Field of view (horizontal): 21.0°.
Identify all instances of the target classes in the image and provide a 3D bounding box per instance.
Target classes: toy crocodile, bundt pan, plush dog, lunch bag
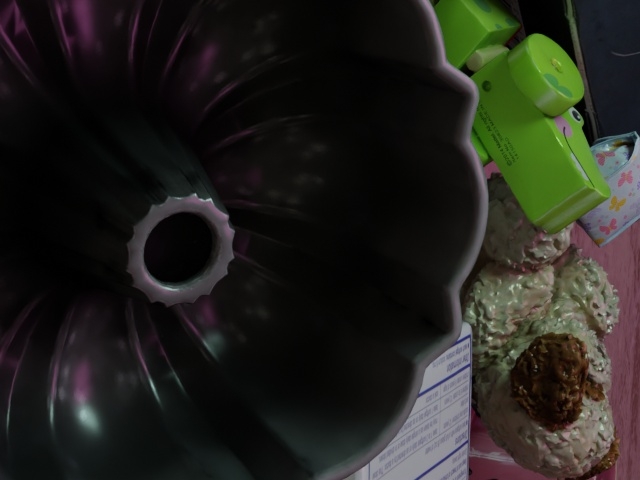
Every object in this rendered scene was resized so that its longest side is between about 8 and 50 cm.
[{"bbox_3d":[0.123,-0.161,1.396,0.105,0.115,0.340,-16,69,-54],"label":"toy crocodile"},{"bbox_3d":[-0.090,-0.012,0.827,0.331,0.124,0.331,-10,111,-26],"label":"bundt pan"},{"bbox_3d":[0.171,0.102,1.483,0.225,0.211,0.262,62,7,33],"label":"plush dog"},{"bbox_3d":[0.249,-0.048,1.479,0.071,0.083,0.053,49,6,-45],"label":"lunch bag"}]

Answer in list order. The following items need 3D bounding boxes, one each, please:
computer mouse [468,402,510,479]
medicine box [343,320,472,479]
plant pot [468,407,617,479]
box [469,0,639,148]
[{"bbox_3d":[0.179,0.150,1.639,0.262,0.060,0.184,-4,74,-45],"label":"computer mouse"},{"bbox_3d":[0.003,0.211,1.254,0.263,0.149,0.289,-16,109,-69],"label":"medicine box"},{"bbox_3d":[0.200,0.243,1.751,0.201,0.180,0.201,3,90,-70],"label":"plant pot"},{"bbox_3d":[0.334,-0.350,1.524,0.472,0.297,0.480,-33,142,-8],"label":"box"}]
